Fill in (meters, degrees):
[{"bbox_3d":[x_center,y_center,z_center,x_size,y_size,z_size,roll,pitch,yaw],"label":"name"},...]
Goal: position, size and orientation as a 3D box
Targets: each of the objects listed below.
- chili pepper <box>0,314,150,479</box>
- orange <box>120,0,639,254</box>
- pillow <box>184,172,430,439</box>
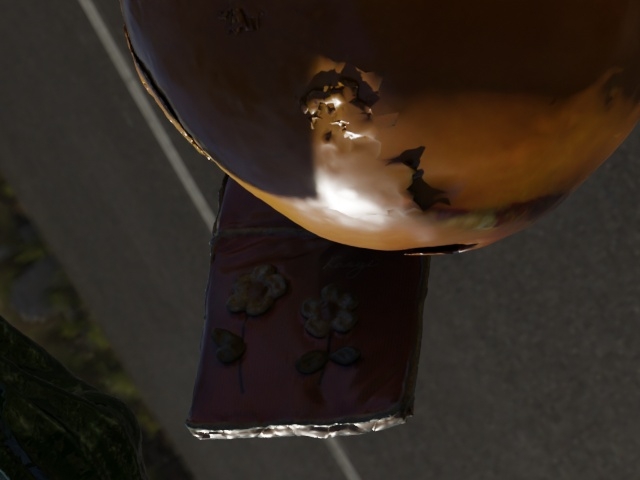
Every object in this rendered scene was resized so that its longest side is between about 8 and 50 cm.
[{"bbox_3d":[-0.256,0.166,1.264,0.213,0.167,0.385,-10,119,49],"label":"chili pepper"},{"bbox_3d":[0.031,-0.113,0.652,0.246,0.246,0.246,54,165,21],"label":"orange"},{"bbox_3d":[0.000,0.000,0.775,0.043,0.126,0.233,64,-153,-53],"label":"pillow"}]
